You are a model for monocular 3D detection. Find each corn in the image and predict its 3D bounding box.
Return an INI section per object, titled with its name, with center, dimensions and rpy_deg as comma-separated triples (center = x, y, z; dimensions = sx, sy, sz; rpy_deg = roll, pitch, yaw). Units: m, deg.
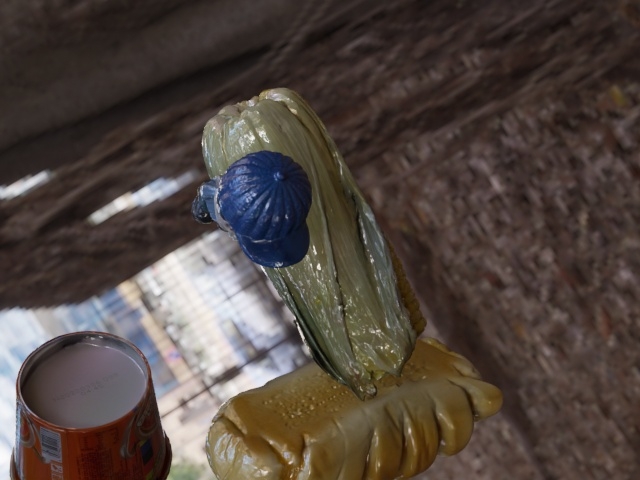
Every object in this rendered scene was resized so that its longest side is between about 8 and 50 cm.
[corn]
center = -0.003, 0.002, 1.328
dimensions = 0.305, 0.123, 0.122
rpy_deg = 59, 180, -12

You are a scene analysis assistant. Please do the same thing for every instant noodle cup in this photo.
[instant noodle cup]
center = -0.345, 0.270, 2.093
dimensions = 0.250, 0.250, 0.192
rpy_deg = 53, 152, 39

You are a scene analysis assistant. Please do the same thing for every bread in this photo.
[bread]
center = 0.026, 0.196, 1.473
dimensions = 0.173, 0.311, 0.121
rpy_deg = 36, 136, 47

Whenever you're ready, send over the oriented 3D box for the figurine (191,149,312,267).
[figurine]
center = -0.049, -0.032, 1.046
dimensions = 0.077, 0.079, 0.136
rpy_deg = 20, -175, -22
